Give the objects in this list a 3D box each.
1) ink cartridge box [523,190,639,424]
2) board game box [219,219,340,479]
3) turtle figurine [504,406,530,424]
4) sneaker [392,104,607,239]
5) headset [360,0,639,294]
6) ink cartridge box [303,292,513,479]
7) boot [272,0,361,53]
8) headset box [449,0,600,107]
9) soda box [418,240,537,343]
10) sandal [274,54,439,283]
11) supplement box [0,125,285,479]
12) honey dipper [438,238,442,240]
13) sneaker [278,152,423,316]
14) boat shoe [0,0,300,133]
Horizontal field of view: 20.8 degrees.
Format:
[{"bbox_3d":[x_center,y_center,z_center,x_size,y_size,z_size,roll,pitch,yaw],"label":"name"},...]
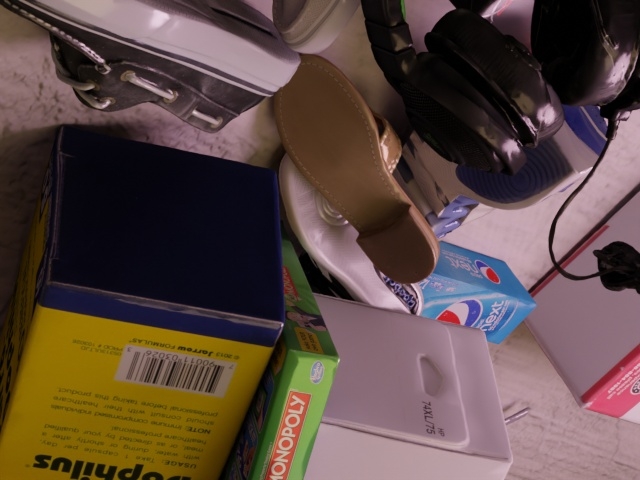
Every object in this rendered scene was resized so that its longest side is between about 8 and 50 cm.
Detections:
[{"bbox_3d":[0.458,0.083,2.050,0.279,0.160,0.385,-46,144,18],"label":"ink cartridge box"},{"bbox_3d":[-0.057,0.129,1.523,0.046,0.317,0.213,11,108,-13],"label":"board game box"},{"bbox_3d":[0.127,0.304,2.026,0.266,0.197,0.275,-41,141,15],"label":"turtle figurine"},{"bbox_3d":[0.173,-0.094,1.602,0.182,0.127,0.315,-28,180,-31],"label":"sneaker"},{"bbox_3d":[0.184,-0.129,1.328,0.243,0.185,0.394,-27,114,-13],"label":"headset"},{"bbox_3d":[0.032,0.221,1.609,0.197,0.198,0.270,13,121,-12],"label":"ink cartridge box"},{"bbox_3d":[-0.013,-0.264,1.326,0.123,0.095,0.258,3,123,-33],"label":"boot"},{"bbox_3d":[0.252,-0.249,1.523,0.218,0.110,0.293,-46,144,16],"label":"headset box"},{"bbox_3d":[0.132,0.049,1.826,0.210,0.071,0.067,16,122,-48],"label":"soda box"},{"bbox_3d":[0.036,-0.075,1.576,0.088,0.079,0.240,-23,111,24],"label":"sandal"},{"bbox_3d":[-0.175,0.111,1.499,0.195,0.194,0.356,11,130,-14],"label":"supplement box"},{"bbox_3d":[0.167,-0.056,1.768,0.161,0.030,0.030,-44,145,22],"label":"honey dipper"},{"bbox_3d":[0.000,0.000,1.659,0.079,0.121,0.217,-43,116,-22],"label":"sneaker"},{"bbox_3d":[-0.145,-0.146,1.320,0.119,0.121,0.335,-50,145,16],"label":"boat shoe"}]
